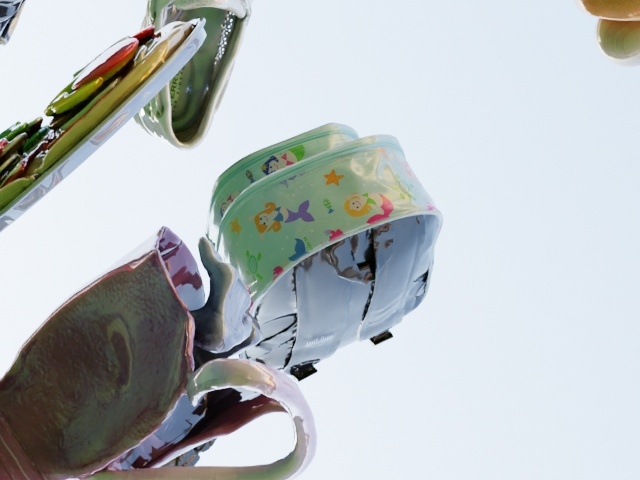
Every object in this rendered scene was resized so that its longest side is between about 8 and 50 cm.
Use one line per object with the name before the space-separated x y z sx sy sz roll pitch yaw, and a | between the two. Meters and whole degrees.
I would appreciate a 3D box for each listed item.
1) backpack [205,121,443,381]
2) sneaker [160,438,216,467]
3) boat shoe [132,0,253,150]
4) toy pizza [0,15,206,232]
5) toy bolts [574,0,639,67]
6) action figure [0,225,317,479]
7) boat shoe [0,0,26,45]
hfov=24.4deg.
backpack | 0.000 0.000 1.445 0.225 0.253 0.191 -22 -108 -15
sneaker | -0.216 0.254 1.577 0.121 0.111 0.300 11 -121 48
boat shoe | -0.092 -0.205 1.198 0.096 0.098 0.277 -138 -128 -59
toy pizza | -0.144 -0.060 0.800 0.201 0.201 0.032 -37 -76 18
toy bolts | 0.346 -0.243 1.283 0.229 0.218 0.158 7 -61 26
action figure | -0.196 0.153 0.989 0.370 0.248 0.275 -31 -135 -6
boat shoe | -0.252 -0.251 0.993 0.158 0.127 0.340 126 -33 -48
